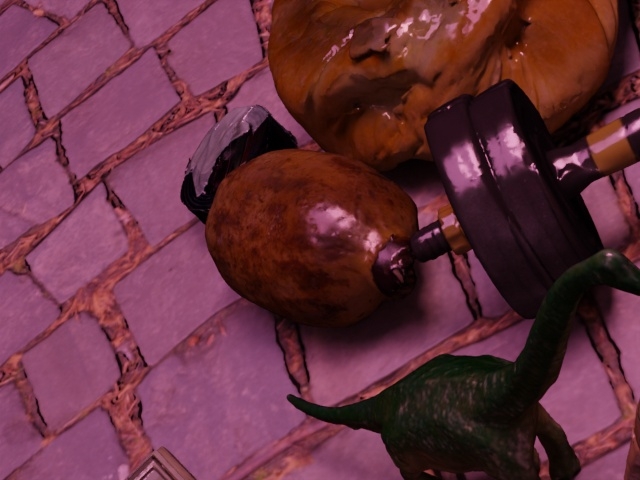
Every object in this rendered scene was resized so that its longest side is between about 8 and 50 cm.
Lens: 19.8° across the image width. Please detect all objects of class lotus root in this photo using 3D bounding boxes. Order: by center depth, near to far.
[{"bbox_3d":[0.000,0.000,1.538,0.260,0.128,0.145,18,77,55],"label":"lotus root"}]

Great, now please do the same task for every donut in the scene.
[{"bbox_3d":[0.116,-0.211,1.638,0.360,0.170,0.360,-28,35,22],"label":"donut"}]

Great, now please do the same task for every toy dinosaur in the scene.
[{"bbox_3d":[0.076,0.090,1.229,0.447,0.301,0.087,6,57,42],"label":"toy dinosaur"}]

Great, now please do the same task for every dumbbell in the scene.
[{"bbox_3d":[0.239,-0.080,1.373,0.388,0.185,0.185,-27,37,13],"label":"dumbbell"}]

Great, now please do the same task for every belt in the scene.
[{"bbox_3d":[-0.075,-0.063,1.730,0.105,0.058,0.140,-13,46,39],"label":"belt"}]

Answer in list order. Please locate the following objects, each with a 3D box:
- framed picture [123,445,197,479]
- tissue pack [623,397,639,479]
[{"bbox_3d":[-0.180,0.301,1.459,0.274,0.017,0.217,-45,36,-9],"label":"framed picture"},{"bbox_3d":[0.284,0.066,1.177,0.090,0.186,0.222,30,72,19],"label":"tissue pack"}]
